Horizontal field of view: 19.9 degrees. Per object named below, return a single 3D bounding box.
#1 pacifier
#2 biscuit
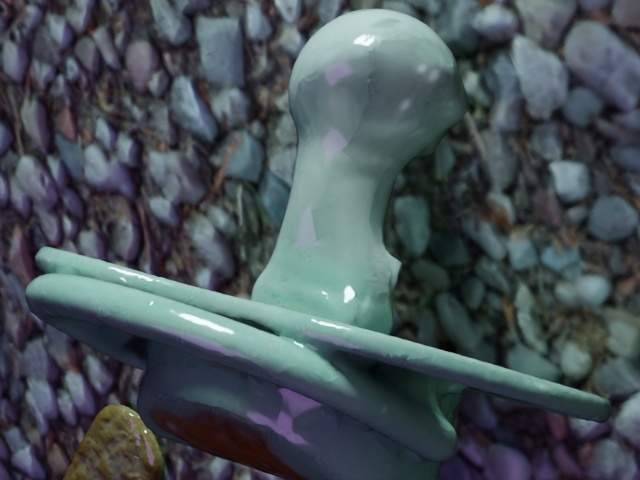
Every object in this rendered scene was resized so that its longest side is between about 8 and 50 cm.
[{"bbox_3d":[0.000,0.000,1.002,0.343,0.288,0.269,10,85,33],"label":"pacifier"},{"bbox_3d":[-0.154,0.178,1.319,0.071,0.018,0.147,46,130,21],"label":"biscuit"}]
